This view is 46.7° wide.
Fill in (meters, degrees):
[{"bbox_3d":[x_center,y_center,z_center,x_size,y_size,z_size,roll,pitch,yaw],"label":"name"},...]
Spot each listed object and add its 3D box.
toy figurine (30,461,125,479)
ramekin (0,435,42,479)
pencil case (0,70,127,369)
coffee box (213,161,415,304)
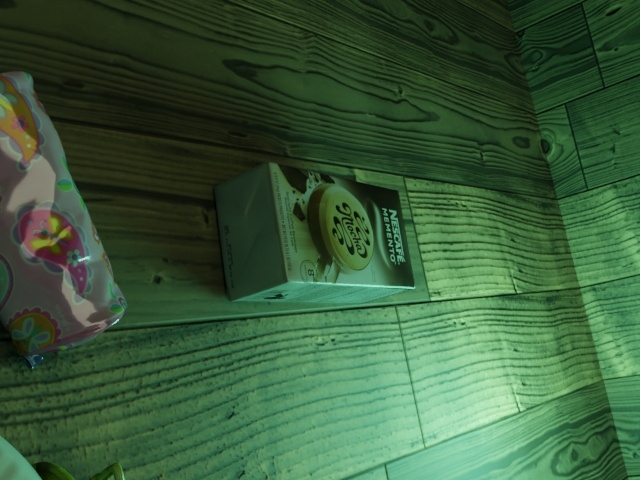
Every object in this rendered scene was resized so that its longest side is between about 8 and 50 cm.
[{"bbox_3d":[-0.228,0.390,0.598,0.217,0.191,0.363,-22,91,-48],"label":"toy figurine"},{"bbox_3d":[-0.306,0.222,0.512,0.273,0.272,0.127,57,27,-17],"label":"ramekin"},{"bbox_3d":[-0.294,-0.023,0.742,0.124,0.124,0.284,-30,100,-52],"label":"pencil case"},{"bbox_3d":[0.000,0.000,1.088,0.297,0.118,0.168,6,70,-50],"label":"coffee box"}]
